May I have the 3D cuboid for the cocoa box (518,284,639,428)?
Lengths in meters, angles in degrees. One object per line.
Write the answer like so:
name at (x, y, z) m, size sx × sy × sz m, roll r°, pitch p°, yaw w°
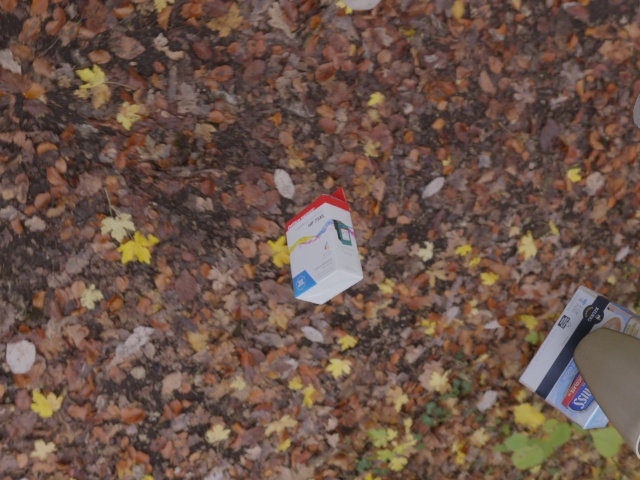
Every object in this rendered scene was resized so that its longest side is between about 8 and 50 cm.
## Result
cocoa box at (0.802, 0.346, 1.759) m, size 0.231 × 0.228 × 0.347 m, roll 19°, pitch 104°, yaw -49°

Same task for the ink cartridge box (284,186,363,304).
ink cartridge box at (0.000, 0.000, 1.259) m, size 0.078 × 0.231 × 0.134 m, roll 19°, pitch 138°, yaw -39°

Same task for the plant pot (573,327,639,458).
plant pot at (0.773, 0.347, 1.477) m, size 0.256 × 0.274 × 0.257 m, roll -12°, pitch 123°, yaw -19°

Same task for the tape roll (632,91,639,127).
tape roll at (0.763, -0.316, 1.174) m, size 0.100 × 0.286 × 0.286 m, roll 32°, pitch 87°, yaw -5°
